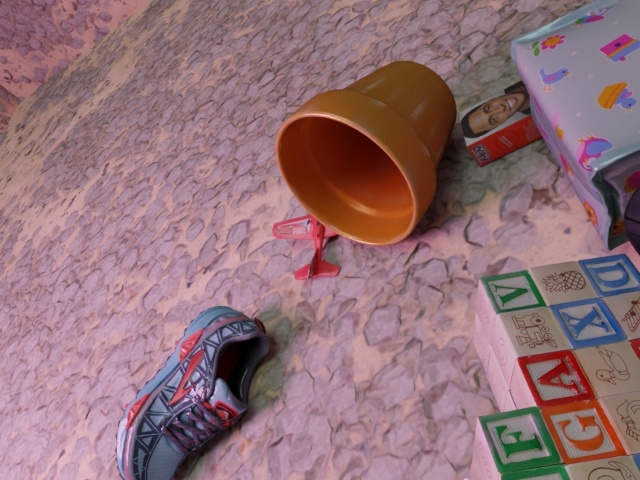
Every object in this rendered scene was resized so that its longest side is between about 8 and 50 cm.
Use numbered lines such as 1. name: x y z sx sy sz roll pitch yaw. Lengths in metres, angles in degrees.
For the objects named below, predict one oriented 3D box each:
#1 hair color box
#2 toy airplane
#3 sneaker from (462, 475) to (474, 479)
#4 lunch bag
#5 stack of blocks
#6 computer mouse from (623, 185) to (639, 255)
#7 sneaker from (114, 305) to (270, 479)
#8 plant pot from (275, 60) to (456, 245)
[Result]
1. hair color box: 0.249 -0.158 0.745 0.141 0.043 0.072 -26 42 25
2. toy airplane: 0.000 0.000 0.847 0.151 0.028 0.151 -14 47 15
3. sneaker: 0.121 0.274 0.447 0.070 0.084 0.185 -17 46 32
4. lunch bag: 0.346 -0.146 0.554 0.262 0.160 0.223 -23 45 17
5. stack of blocks: 0.198 0.153 0.424 0.171 0.087 0.297 -9 43 -1
6. computer mouse: 0.359 0.014 0.401 0.184 0.060 0.262 -39 64 7
7. sneaker: -0.157 0.203 0.756 0.125 0.104 0.261 8 63 44
8. plant pot: 0.077 -0.130 0.775 0.205 0.205 0.188 4 44 45
